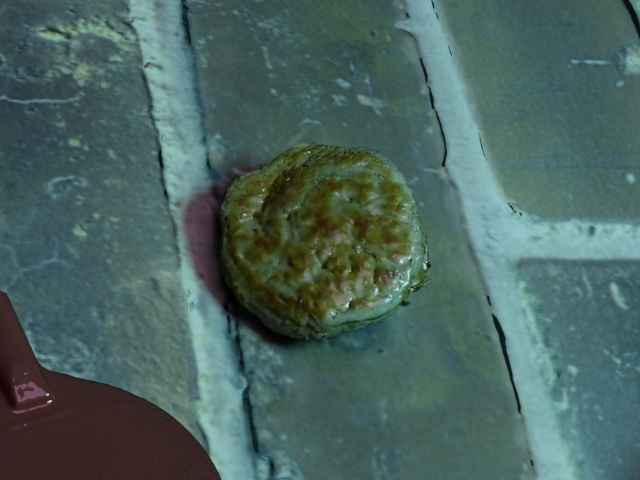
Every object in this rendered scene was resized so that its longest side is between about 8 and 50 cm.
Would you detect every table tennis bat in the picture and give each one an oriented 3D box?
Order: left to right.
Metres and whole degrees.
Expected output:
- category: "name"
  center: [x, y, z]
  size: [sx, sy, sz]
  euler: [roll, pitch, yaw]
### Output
- category: "table tennis bat"
  center: [-0.180, 0.155, 1.217]
  size: [0.200, 0.038, 0.310]
  euler: [-14, 52, -27]

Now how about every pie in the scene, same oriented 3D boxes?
- category: "pie"
  center: [0.000, 0.000, 1.393]
  size: [0.163, 0.079, 0.193]
  euler: [-6, 49, -7]
